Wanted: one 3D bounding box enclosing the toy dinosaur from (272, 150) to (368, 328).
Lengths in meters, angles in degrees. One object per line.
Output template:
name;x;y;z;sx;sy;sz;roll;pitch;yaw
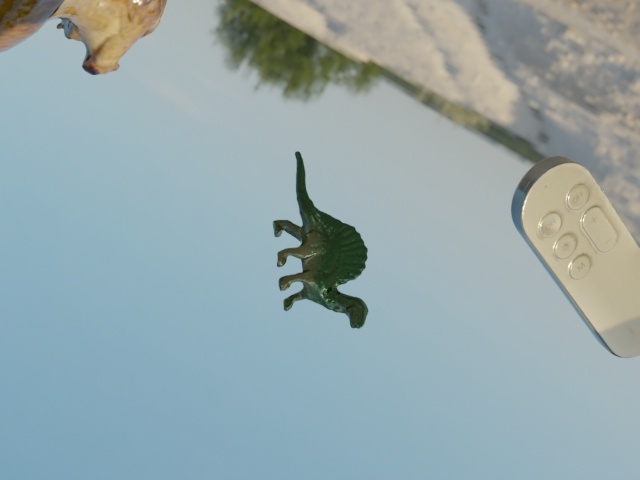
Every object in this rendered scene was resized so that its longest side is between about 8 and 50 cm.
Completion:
toy dinosaur;0.000;0.001;0.944;0.060;0.119;0.029;-5;171;-2

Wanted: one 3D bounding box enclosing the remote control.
remote control;0.235;0.018;1.234;0.245;0.077;0.022;49;176;-38

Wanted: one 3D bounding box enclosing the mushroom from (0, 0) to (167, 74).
mushroom;-0.202;-0.304;1.149;0.260;0.345;0.345;25;-171;-21
